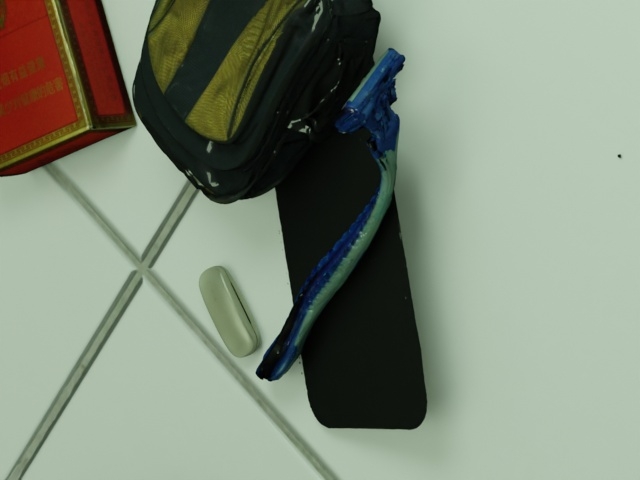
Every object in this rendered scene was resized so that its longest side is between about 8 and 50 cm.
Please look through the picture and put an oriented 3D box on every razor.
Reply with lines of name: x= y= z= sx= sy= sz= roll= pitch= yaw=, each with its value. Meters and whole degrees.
razor: x=0.011 y=0.005 z=1.361 sx=0.056 sy=0.093 sz=0.324 roll=27 pitch=130 yaw=8

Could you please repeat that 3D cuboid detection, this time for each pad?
pad: x=0.086 y=0.019 z=1.350 sx=0.323 sy=0.055 sz=0.250 roll=-8 pitch=90 yaw=37

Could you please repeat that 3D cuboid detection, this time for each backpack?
backpack: x=-0.059 y=-0.144 z=1.386 sx=0.206 sy=0.133 sz=0.258 roll=53 pitch=126 yaw=28

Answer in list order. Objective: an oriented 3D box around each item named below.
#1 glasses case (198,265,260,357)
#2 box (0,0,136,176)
glasses case: x=-0.079 y=0.061 z=1.497 sx=0.032 sy=0.021 sz=0.083 roll=-35 pitch=75 yaw=33
box: x=-0.270 y=-0.192 z=1.579 sx=0.153 sy=0.074 sz=0.239 roll=-20 pitch=85 yaw=40
